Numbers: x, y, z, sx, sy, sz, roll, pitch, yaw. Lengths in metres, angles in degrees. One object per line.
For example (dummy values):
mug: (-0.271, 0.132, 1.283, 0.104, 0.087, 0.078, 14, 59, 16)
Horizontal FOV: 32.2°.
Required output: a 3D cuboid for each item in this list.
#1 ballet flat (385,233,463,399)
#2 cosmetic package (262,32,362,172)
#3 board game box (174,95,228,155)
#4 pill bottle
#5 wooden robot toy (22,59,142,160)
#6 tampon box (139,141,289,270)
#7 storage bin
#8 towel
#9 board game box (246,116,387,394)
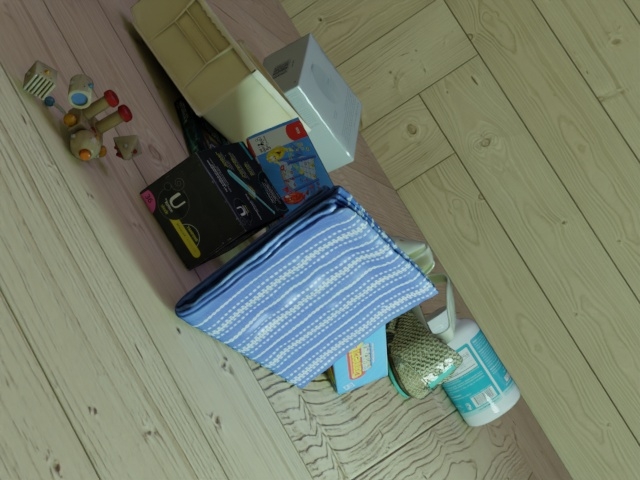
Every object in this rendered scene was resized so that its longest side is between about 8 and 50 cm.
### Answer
ballet flat: (0.176, 0.107, 2.234, 0.164, 0.182, 0.483, 47, 15, -40)
cosmetic package: (-0.028, -0.294, 2.461, 0.225, 0.138, 0.224, 50, 30, -29)
board game box: (-0.176, -0.139, 1.794, 0.126, 0.026, 0.186, 47, 14, -43)
pill bottle: (0.328, 0.279, 2.517, 0.264, 0.146, 0.146, 57, 11, -2)
wooden robot toy: (-0.266, -0.130, 1.271, 0.173, 0.076, 0.079, 48, 25, -39)
tampon box: (-0.137, -0.049, 1.456, 0.120, 0.101, 0.161, 57, 21, 1)
storage bin: (-0.172, -0.289, 1.891, 0.260, 0.123, 0.262, 55, 6, 23)
towel: (-0.005, 0.073, 1.368, 0.040, 0.243, 0.336, 58, 10, 33)
board game box: (-0.002, 0.030, 1.649, 0.308, 0.086, 0.302, 82, -15, -58)
